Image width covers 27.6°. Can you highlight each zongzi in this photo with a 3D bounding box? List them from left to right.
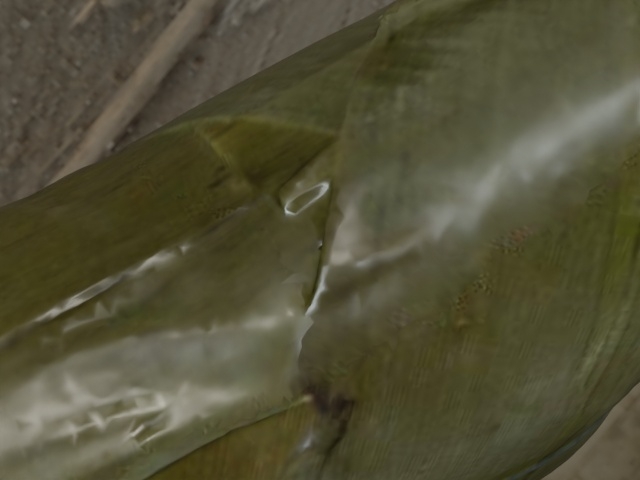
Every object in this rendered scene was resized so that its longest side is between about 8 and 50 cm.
[{"bbox_3d":[0.000,0.000,0.424,0.356,0.174,0.393,-16,157,-30],"label":"zongzi"}]
